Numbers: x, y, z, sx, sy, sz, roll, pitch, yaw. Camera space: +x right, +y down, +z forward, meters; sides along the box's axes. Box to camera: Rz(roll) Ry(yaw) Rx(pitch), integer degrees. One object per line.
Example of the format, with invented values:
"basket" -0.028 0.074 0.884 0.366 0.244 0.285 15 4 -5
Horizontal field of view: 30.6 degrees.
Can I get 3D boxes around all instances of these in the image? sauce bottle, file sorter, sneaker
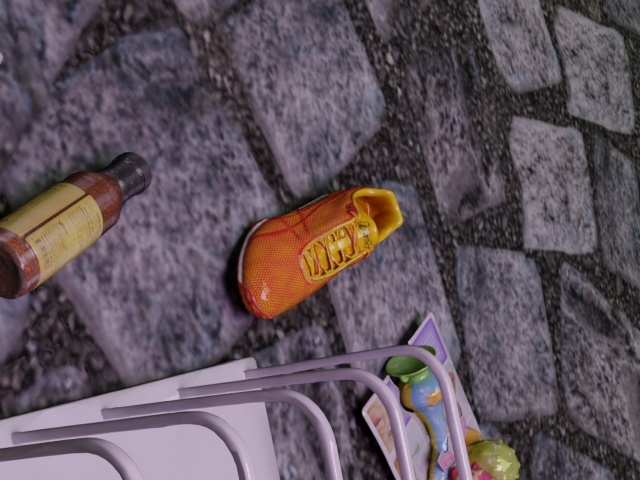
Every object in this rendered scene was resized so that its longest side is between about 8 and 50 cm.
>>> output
"sauce bottle" -0.140 -0.013 0.659 0.128 0.042 0.042 -42 113 -51
"file sorter" -0.050 0.168 0.612 0.277 0.173 0.193 -8 86 -55
"sneaker" 0.000 0.000 0.828 0.175 0.067 0.064 -42 114 -50

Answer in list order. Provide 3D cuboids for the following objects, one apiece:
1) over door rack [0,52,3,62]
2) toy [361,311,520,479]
"over door rack" -0.224 -0.256 0.569 0.324 0.108 0.240 46 46 -36
"toy" 0.122 0.189 0.943 0.137 0.056 0.237 -49 118 -48
